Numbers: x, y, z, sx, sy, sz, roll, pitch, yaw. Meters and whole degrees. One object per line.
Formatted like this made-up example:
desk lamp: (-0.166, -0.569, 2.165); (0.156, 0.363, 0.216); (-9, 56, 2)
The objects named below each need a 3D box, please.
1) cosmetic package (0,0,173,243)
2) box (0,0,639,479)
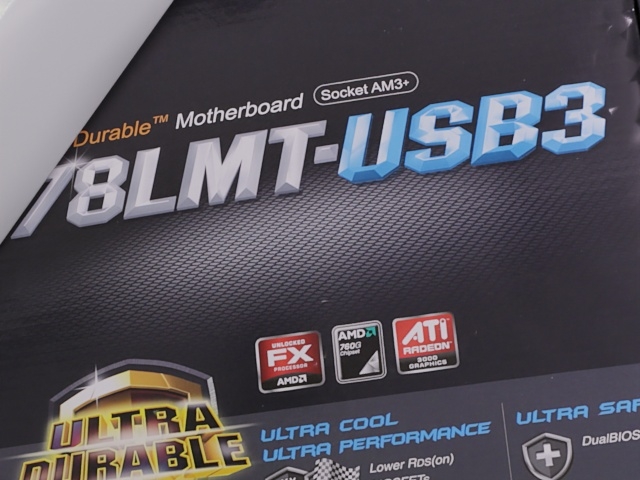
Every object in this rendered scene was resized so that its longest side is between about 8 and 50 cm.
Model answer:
cosmetic package: (-0.256, -0.065, 0.815); (0.284, 0.097, 0.377); (36, 90, 28)
box: (0.000, 0.000, 0.806); (0.295, 0.073, 0.293); (-8, 71, 9)
